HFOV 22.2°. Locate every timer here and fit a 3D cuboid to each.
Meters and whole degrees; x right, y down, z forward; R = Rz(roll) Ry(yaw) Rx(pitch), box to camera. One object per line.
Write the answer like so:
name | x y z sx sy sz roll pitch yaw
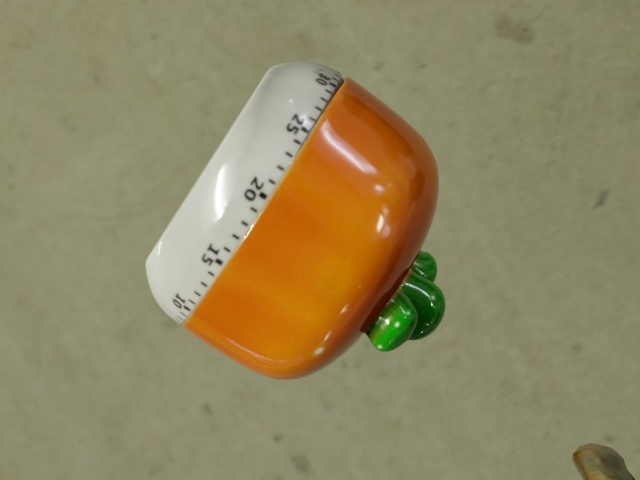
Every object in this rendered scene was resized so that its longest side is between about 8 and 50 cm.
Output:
timer | 0.000 0.000 0.700 0.136 0.099 0.136 2 116 4

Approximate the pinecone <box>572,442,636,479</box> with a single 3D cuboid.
pinecone | 0.141 0.173 0.529 0.309 0.244 0.244 4 108 17
